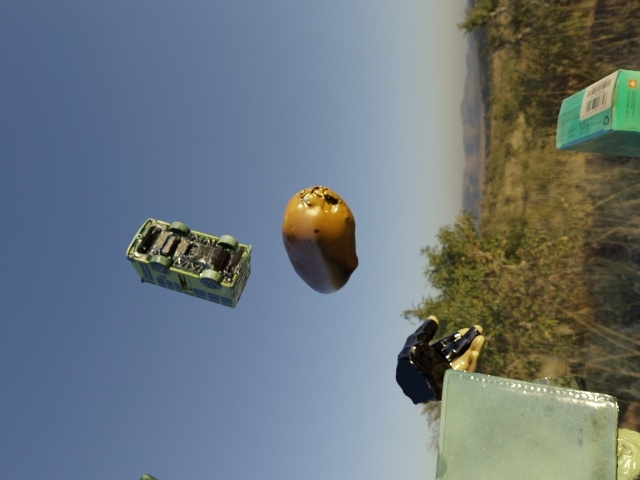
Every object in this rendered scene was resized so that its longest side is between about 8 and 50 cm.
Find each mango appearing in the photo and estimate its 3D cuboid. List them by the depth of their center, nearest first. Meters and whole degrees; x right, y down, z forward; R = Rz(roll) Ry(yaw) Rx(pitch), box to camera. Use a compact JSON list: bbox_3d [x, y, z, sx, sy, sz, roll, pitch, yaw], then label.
[{"bbox_3d":[0.000,0.000,1.051,0.153,0.201,0.287,-50,-36,-32],"label":"mango"}]

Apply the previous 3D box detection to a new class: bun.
[{"bbox_3d":[0.638,0.495,0.959,0.126,0.203,0.212,52,-131,-19],"label":"bun"}]

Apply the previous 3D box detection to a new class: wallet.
[{"bbox_3d":[0.294,0.356,0.668,0.054,0.251,0.291,27,-113,-62],"label":"wallet"}]

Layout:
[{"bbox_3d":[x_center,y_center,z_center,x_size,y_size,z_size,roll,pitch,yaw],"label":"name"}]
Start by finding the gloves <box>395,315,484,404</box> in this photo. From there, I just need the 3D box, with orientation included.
[{"bbox_3d":[0.315,0.301,1.184,0.301,0.197,0.152,-25,-25,-27],"label":"gloves"}]

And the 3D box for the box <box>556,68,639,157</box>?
[{"bbox_3d":[0.671,-0.237,0.887,0.205,0.311,0.118,-61,-23,-86],"label":"box"}]

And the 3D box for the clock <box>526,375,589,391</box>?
[{"bbox_3d":[0.661,0.443,1.303,0.215,0.214,0.042,63,-160,-55],"label":"clock"}]

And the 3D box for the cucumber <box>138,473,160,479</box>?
[{"bbox_3d":[-0.307,0.502,0.806,0.117,0.115,0.062,-68,-16,5],"label":"cucumber"}]

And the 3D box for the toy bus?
[{"bbox_3d":[-0.305,0.057,1.067,0.150,0.261,0.128,99,-172,-55],"label":"toy bus"}]
